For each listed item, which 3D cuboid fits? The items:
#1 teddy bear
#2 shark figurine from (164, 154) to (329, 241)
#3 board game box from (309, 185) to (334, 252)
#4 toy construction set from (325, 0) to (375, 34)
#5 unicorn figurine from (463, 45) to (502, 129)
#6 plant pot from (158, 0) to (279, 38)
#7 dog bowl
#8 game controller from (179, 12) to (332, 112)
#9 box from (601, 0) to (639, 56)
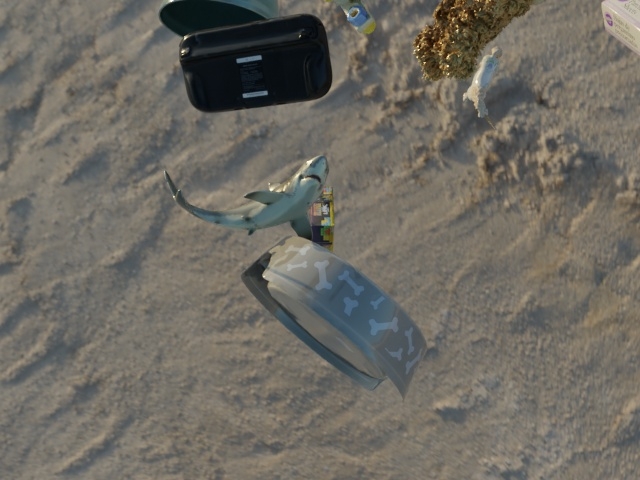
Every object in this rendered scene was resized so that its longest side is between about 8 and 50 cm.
[{"bbox_3d":[0.238,-0.336,1.263,0.113,0.338,0.245,37,58,-3],"label":"teddy bear"},{"bbox_3d":[-0.113,-0.069,1.500,0.278,0.166,0.116,-9,40,6],"label":"shark figurine"},{"bbox_3d":[0.000,0.000,1.772,0.048,0.170,0.141,1,35,-1],"label":"board game box"},{"bbox_3d":[0.013,-0.522,1.631,0.327,0.151,0.215,31,91,29],"label":"toy construction set"},{"bbox_3d":[0.302,-0.287,1.656,0.060,0.111,0.162,8,94,1],"label":"unicorn figurine"},{"bbox_3d":[-0.234,-0.610,2.164,0.292,0.293,0.196,3,80,19],"label":"plant pot"},{"bbox_3d":[0.029,0.126,1.495,0.348,0.349,0.102,32,75,26],"label":"dog bowl"},{"bbox_3d":[-0.132,-0.345,1.760,0.319,0.167,0.067,-3,23,22],"label":"game controller"},{"bbox_3d":[0.577,-0.321,1.470,0.067,0.063,0.324,-25,40,1],"label":"box"}]
